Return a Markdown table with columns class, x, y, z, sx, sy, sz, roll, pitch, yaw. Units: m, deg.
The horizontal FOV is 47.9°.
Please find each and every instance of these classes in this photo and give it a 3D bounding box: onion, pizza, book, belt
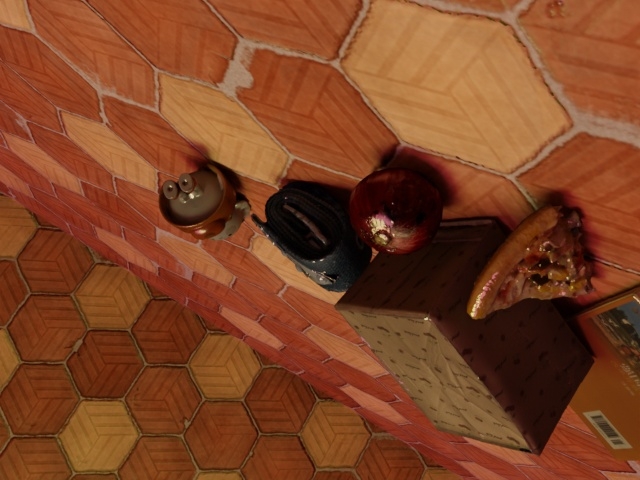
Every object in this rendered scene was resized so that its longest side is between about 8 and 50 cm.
| class | x | y | z | sx | sy | sz | roll | pitch | yaw |
| --- | --- | --- | --- | --- | --- | --- | --- | --- | --- |
| onion | 0.101 | -0.041 | 0.968 | 0.131 | 0.131 | 0.131 | 28 | 160 | 11 |
| pizza | 0.286 | 0.045 | 0.902 | 0.195 | 0.185 | 0.052 | 13 | -148 | -35 |
| book | 0.453 | 0.215 | 1.060 | 0.262 | 0.028 | 0.374 | 52 | 162 | 8 |
| belt | 0.000 | 0.000 | 1.169 | 0.128 | 0.122 | 0.218 | 49 | 175 | -39 |

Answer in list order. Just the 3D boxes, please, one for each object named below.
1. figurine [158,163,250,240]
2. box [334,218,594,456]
| class | x | y | z | sx | sy | sz | roll | pitch | yaw |
| --- | --- | --- | --- | --- | --- | --- | --- | --- | --- |
| figurine | -0.217 | -0.069 | 1.380 | 0.143 | 0.143 | 0.271 | 28 | -175 | 10 |
| box | 0.212 | 0.139 | 1.063 | 0.297 | 0.190 | 0.225 | 49 | 155 | -22 |
